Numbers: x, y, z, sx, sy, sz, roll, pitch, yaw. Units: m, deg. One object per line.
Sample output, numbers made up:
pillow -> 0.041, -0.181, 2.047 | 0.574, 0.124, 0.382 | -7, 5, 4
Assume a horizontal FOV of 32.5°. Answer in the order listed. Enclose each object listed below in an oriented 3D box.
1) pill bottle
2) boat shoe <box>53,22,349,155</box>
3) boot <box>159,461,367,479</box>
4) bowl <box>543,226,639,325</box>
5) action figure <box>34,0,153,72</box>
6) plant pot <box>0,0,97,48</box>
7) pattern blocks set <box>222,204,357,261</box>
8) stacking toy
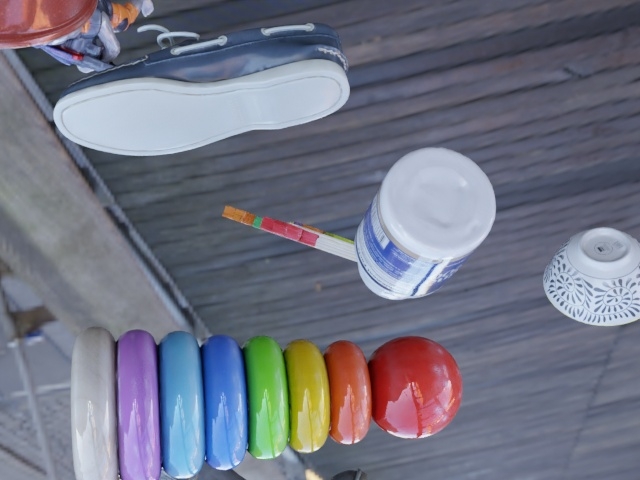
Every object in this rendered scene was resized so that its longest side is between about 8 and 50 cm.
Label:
pill bottle -> 0.058, -0.004, 0.662 | 0.067, 0.067, 0.120 | -6, 162, -11
boat shoe -> -0.104, -0.140, 0.952 | 0.255, 0.079, 0.095 | -11, 147, 4
boot -> -0.078, 0.276, 1.208 | 0.189, 0.208, 0.076 | -52, 176, -8
bowl -> 0.408, 0.034, 1.581 | 0.170, 0.170, 0.080 | -11, 135, -1
action figure -> -0.487, -0.443, 2.050 | 0.341, 0.330, 0.178 | 19, 114, -6
plant pot -> -0.334, -0.372, 1.068 | 0.272, 0.272, 0.265 | 1, 132, -23
pattern blocks set -> 0.000, 0.000, 1.579 | 0.285, 0.026, 0.325 | 19, 179, -22
stacking toy -> -0.040, 0.138, 0.935 | 0.330, 0.141, 0.141 | -1, 152, -9
